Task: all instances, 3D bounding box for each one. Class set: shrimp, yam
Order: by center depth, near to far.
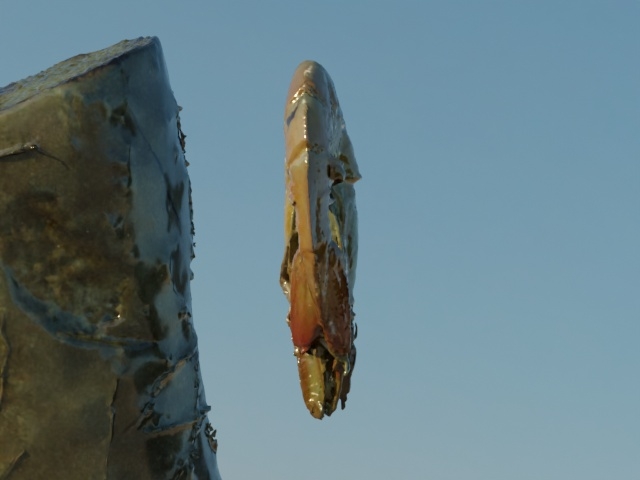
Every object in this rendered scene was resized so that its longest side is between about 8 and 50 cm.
[{"bbox_3d":[-0.119,0.049,0.821,0.154,0.254,0.154,-7,13,2],"label":"yam"},{"bbox_3d":[-0.001,0.000,1.434,0.061,0.267,0.145,2,4,1],"label":"shrimp"}]
